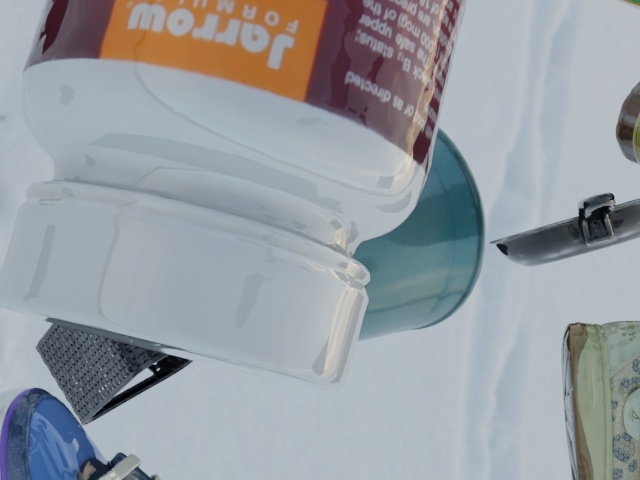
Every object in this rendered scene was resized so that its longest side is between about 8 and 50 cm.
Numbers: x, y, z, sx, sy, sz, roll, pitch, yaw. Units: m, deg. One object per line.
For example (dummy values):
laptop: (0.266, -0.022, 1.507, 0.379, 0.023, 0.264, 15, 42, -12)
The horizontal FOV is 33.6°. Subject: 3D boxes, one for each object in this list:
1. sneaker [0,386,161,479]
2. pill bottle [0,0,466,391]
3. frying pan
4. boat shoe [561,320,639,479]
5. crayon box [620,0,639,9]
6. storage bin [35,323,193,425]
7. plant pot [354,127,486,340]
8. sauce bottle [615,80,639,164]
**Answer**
sneaker: (-0.088, 0.227, 0.760, 0.322, 0.236, 0.130, 68, 17, 0)
pill bottle: (-0.033, -0.129, 0.587, 0.224, 0.224, 0.392, 23, 77, -44)
frying pan: (0.284, -0.021, 1.019, 0.197, 0.326, 0.053, -16, 88, -12)
boat shoe: (0.247, 0.204, 0.834, 0.104, 0.089, 0.285, -56, 139, -80)
crayon box: (0.415, -0.194, 0.926, 0.278, 0.165, 0.081, 13, 106, -28)
storage bin: (-0.152, 0.075, 0.899, 0.122, 0.180, 0.084, -28, 81, -37)
plant pot: (0.000, 0.000, 1.188, 0.255, 0.272, 0.271, -16, 90, -43)
sauce bottle: (0.438, -0.071, 1.024, 0.111, 0.344, 0.111, -12, 117, -25)
